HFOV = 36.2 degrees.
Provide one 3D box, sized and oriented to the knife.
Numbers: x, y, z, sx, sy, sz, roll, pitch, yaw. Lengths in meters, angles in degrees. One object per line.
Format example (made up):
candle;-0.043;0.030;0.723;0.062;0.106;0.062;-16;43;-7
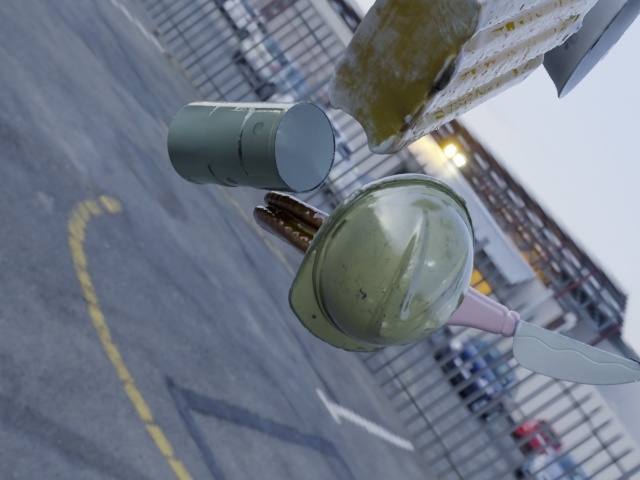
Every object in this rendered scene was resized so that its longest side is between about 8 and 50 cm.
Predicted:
knife;0.310;0.150;1.452;0.336;0.081;0.043;24;11;18

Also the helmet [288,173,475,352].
helmet;0.086;0.057;1.157;0.204;0.257;0.137;29;17;-19

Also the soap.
soap;0.119;-0.158;0.691;0.073;0.140;0.232;48;46;11

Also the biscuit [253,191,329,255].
biscuit;0.000;0.000;1.458;0.220;0.066;0.220;33;-2;1

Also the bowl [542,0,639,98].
bowl;0.482;-0.435;1.756;0.157;0.345;0.345;40;2;11

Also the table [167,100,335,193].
table;-0.100;-0.136;1.387;0.220;0.126;0.126;7;-33;41
